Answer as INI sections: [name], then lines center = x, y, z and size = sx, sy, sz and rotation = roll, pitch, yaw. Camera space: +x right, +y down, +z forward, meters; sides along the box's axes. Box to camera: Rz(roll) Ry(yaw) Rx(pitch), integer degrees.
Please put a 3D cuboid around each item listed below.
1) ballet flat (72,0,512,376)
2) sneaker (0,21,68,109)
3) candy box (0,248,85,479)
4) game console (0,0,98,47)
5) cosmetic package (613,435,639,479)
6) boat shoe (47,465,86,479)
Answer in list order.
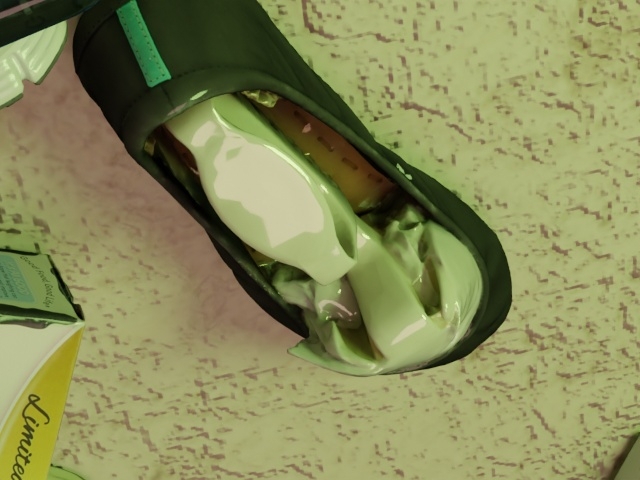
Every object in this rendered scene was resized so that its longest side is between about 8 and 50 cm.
[ballet flat]
center = 0.000, 0.000, 0.731
size = 0.095, 0.096, 0.280
rotation = -38, 132, 13
[sneaker]
center = -0.199, -0.066, 0.621
size = 0.208, 0.081, 0.094
rotation = -27, 126, -4
[candy box]
center = -0.225, 0.075, 0.703
size = 0.233, 0.071, 0.159
rotation = 7, 111, -25
[game console]
center = -0.232, -0.149, 0.470
size = 0.293, 0.250, 0.173
rotation = -22, 160, 0
[cosmetic package]
center = 0.250, 0.232, 1.000
size = 0.225, 0.138, 0.224
rotation = 6, 127, -23
[boat shoe]
center = -0.168, 0.124, 0.811
size = 0.153, 0.048, 0.056
rotation = 19, 121, -33
